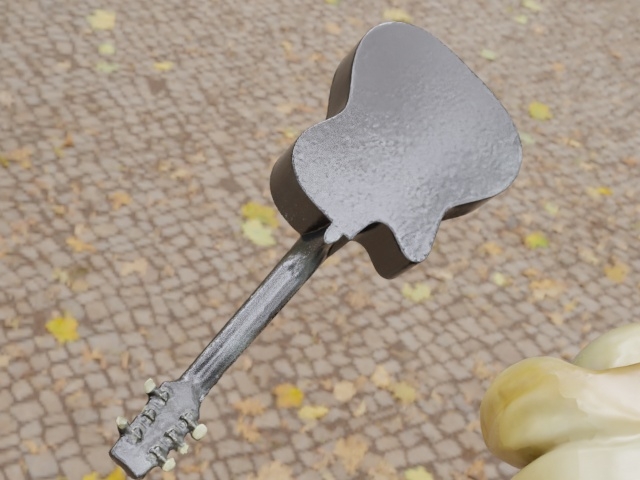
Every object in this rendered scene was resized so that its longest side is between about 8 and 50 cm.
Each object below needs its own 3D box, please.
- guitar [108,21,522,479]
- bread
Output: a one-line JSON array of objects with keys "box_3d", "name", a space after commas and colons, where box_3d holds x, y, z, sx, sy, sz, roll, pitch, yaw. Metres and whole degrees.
[{"box_3d": [0.000, 0.000, 0.395, 0.088, 0.025, 0.233, 45, 54, -5], "name": "guitar"}, {"box_3d": [0.338, 0.169, 0.802, 0.424, 0.329, 0.245, -6, 73, -7], "name": "bread"}]
